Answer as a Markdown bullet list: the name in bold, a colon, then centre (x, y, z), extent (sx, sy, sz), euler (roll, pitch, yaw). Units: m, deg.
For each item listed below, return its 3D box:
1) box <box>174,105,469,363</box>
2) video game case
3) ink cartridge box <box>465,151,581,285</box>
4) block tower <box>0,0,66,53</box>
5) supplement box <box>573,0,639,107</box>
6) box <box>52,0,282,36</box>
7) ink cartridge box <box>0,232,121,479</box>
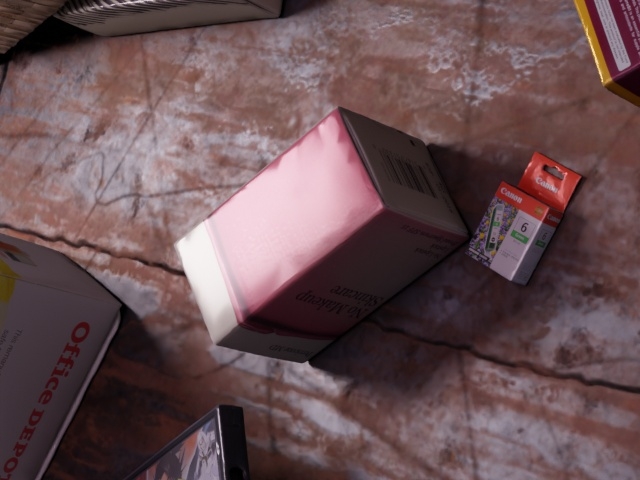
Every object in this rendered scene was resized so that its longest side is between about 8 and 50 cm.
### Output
- **box**: centre (0.000, 0.000, 1.626), extent (0.232, 0.148, 0.127), euler (-39, 58, 25)
- **video game case**: centre (-0.142, 0.327, 1.657), extent (0.275, 0.035, 0.248), euler (-41, 48, 47)
- **ink cartridge box**: centre (0.188, -0.023, 1.559), extent (0.063, 0.029, 0.115), euler (33, 100, 39)
- **block tower**: centre (-0.374, -0.292, 1.956), extent (0.335, 0.097, 0.091), euler (-19, 64, 62)
- **supplement box**: centre (0.327, -0.209, 1.463), extent (0.188, 0.080, 0.104), euler (-30, 61, 30)
- **box**: centre (-0.169, -0.300, 1.873), extent (0.275, 0.094, 0.113), euler (-2, 77, 39)
- **ink cartridge box**: centre (-0.446, 0.119, 1.800), extent (0.160, 0.384, 0.279), euler (36, 102, 42)
